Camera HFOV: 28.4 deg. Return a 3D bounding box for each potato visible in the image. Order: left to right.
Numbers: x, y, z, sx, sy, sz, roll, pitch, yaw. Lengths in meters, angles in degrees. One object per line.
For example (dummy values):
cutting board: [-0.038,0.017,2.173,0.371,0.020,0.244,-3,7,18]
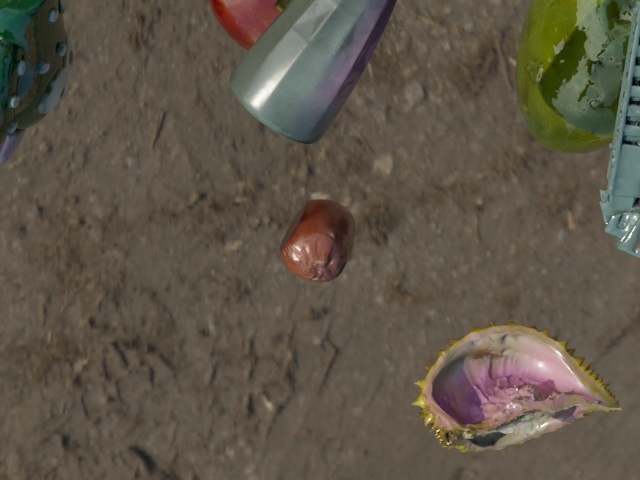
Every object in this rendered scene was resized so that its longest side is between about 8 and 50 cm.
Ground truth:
potato: [0.295,-0.206,1.291,0.148,0.186,0.253,-9,137,-43]

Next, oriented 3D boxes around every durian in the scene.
durian: [0.204,0.168,1.366,0.182,0.132,0.165,-39,107,-1]

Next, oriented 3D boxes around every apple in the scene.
apple: [-0.026,-0.246,1.228,0.147,0.156,0.158,-28,132,25]

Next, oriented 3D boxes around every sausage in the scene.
sausage: [0.000,0.000,1.060,0.054,0.094,0.059,33,115,-7]

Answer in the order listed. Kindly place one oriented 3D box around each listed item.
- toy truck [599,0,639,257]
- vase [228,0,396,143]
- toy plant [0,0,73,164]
toy truck: [0.348,-0.136,1.105,0.184,0.133,0.338,10,118,4]
vase: [0.023,-0.179,0.948,0.086,0.086,0.214,29,111,-21]
toy plant: [-0.311,-0.190,1.294,0.112,0.243,0.232,15,89,-7]
